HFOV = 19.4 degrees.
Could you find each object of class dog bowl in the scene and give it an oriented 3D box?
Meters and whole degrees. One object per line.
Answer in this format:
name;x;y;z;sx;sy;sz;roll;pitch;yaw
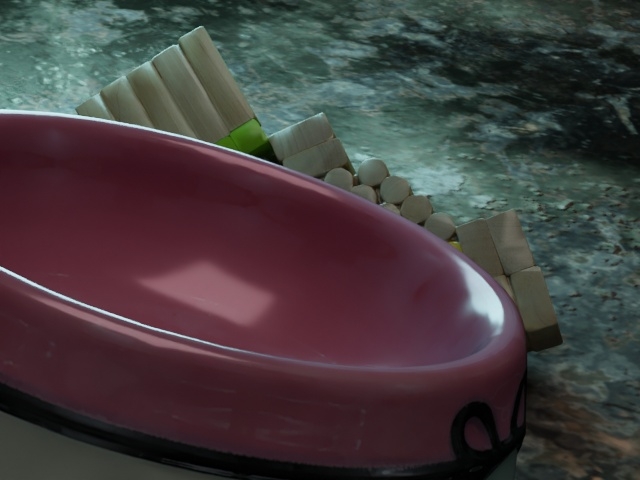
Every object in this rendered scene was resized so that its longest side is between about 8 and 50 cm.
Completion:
dog bowl;-0.078;0.059;0.941;0.408;0.150;0.408;15;17;-5

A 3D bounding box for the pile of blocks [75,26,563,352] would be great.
pile of blocks;0.000;0.000;1.259;0.362;0.149;0.112;31;-11;22
